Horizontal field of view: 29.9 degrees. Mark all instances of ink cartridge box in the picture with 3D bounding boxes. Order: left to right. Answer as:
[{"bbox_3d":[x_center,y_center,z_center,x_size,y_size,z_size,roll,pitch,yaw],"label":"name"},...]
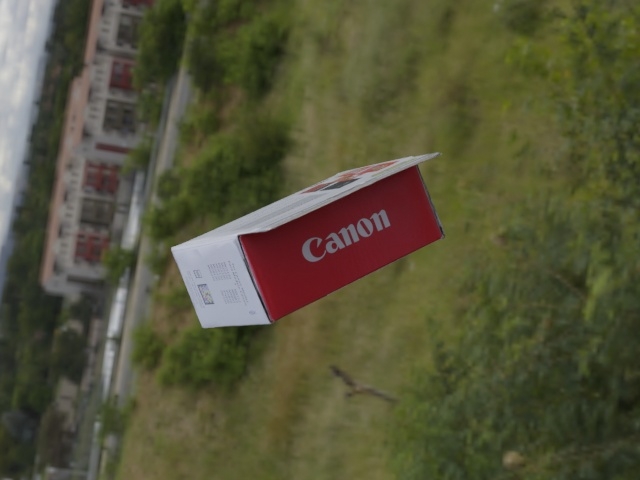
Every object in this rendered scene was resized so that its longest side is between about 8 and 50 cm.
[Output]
[{"bbox_3d":[0.000,0.000,1.630,0.272,0.309,0.130,-9,104,59],"label":"ink cartridge box"}]
